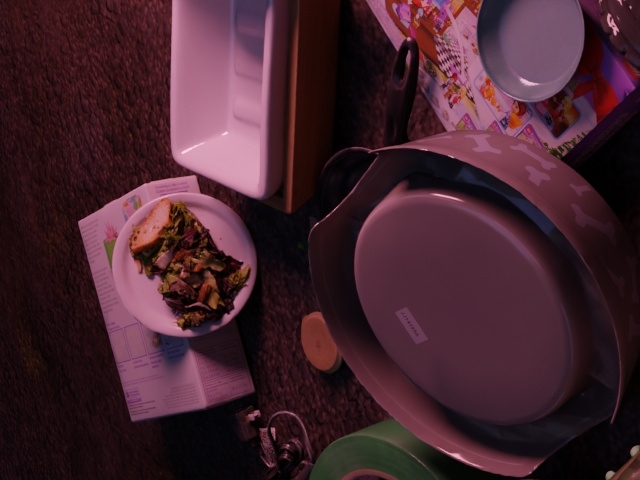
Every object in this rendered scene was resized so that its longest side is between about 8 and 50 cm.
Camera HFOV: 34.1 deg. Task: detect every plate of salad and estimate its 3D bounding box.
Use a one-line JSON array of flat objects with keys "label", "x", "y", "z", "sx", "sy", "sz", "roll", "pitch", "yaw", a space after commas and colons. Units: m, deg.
[{"label": "plate of salad", "x": -0.186, "y": 0.032, "z": 1.417, "sx": 0.048, "sy": 0.200, "sz": 0.199, "roll": 83, "pitch": 170, "yaw": -86}]

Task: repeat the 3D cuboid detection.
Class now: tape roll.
[{"label": "tape roll", "x": 0.110, "y": 0.371, "z": 1.224, "sx": 0.321, "sy": 0.077, "sz": 0.321, "roll": 20, "pitch": 116, "yaw": 48}]

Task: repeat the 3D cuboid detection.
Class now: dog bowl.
[{"label": "dog bowl", "x": 0.150, "y": 0.052, "z": 0.996, "sx": 0.349, "sy": 0.102, "sz": 0.348, "roll": 27, "pitch": 133, "yaw": 33}]

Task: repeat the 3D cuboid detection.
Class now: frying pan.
[{"label": "frying pan", "x": 0.060, "y": -0.072, "z": 1.152, "sx": 0.197, "sy": 0.053, "sz": 0.326, "roll": 19, "pitch": 121, "yaw": 48}]

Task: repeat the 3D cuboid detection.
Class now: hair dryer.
[{"label": "hair dryer", "x": -0.061, "y": 0.369, "z": 1.407, "sx": 0.223, "sy": 0.080, "sz": 0.293, "roll": -7, "pitch": 97, "yaw": 67}]

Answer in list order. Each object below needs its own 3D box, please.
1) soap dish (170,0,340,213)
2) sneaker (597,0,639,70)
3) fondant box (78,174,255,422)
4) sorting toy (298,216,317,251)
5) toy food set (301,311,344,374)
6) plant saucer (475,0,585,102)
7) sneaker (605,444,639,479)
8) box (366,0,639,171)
[{"label": "soap dish", "x": -0.079, "y": -0.203, "z": 1.256, "sx": 0.229, "sy": 0.118, "sz": 0.290, "roll": 25, "pitch": 120, "yaw": 46}, {"label": "sneaker", "x": 0.274, "y": -0.224, "z": 0.825, "sx": 0.286, "sy": 0.109, "sz": 0.130, "roll": 57, "pitch": 132, "yaw": 21}, {"label": "fondant box", "x": -0.235, "y": 0.094, "z": 1.559, "sx": 0.238, "sy": 0.096, "sz": 0.330, "roll": -20, "pitch": 85, "yaw": 52}, {"label": "sorting toy", "x": 0.000, "y": 0.000, "z": 1.302, "sx": 0.083, "sy": 0.012, "sz": 0.062, "roll": 16, "pitch": 118, "yaw": 45}, {"label": "toy food set", "x": 0.004, "y": 0.131, "z": 1.330, "sx": 0.083, "sy": 0.020, "sz": 0.082, "roll": -27, "pitch": 79, "yaw": 51}, {"label": "plant saucer", "x": 0.187, "y": -0.181, "z": 0.911, "sx": 0.119, "sy": 0.021, "sz": 0.119, "roll": 18, "pitch": 114, "yaw": 47}, {"label": "sneaker", "x": 0.315, "y": 0.190, "z": 0.849, "sx": 0.158, "sy": 0.182, "sz": 0.410, "roll": 39, "pitch": 129, "yaw": -13}, {"label": "box", "x": 0.171, "y": -0.197, "z": 0.992, "sx": 0.293, "sy": 0.057, "sz": 0.201, "roll": 61, "pitch": 141, "yaw": 19}]
